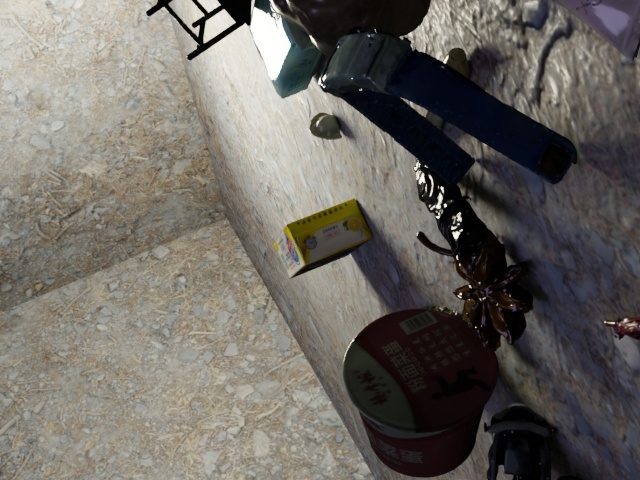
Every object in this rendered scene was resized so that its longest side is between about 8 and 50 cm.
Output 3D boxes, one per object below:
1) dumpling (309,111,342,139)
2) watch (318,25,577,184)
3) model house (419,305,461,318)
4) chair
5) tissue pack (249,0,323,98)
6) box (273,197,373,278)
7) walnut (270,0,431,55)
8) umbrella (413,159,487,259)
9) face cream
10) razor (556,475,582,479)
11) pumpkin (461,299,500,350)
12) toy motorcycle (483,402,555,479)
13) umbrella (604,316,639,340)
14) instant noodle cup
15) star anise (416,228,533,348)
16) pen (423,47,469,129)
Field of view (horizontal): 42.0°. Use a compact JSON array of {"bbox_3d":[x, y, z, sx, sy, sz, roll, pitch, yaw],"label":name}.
[{"bbox_3d":[0.007,-0.224,1.664,0.077,0.059,0.043,65,159,12],"label":"dumpling"},{"bbox_3d":[0.123,-0.149,0.993,0.275,0.068,0.276,25,175,-16],"label":"watch"},{"bbox_3d":[0.175,0.224,1.524,0.166,0.172,0.183,67,168,-11],"label":"model house"},{"bbox_3d":[-0.182,-0.483,1.560,0.141,0.260,0.154,46,-153,-36],"label":"chair"},{"bbox_3d":[-0.065,-0.396,1.580,0.177,0.089,0.263,66,169,4],"label":"tissue pack"},{"bbox_3d":[0.000,0.000,1.868,0.265,0.168,0.097,139,108,-75],"label":"box"},{"bbox_3d":[0.033,-0.327,1.016,0.224,0.224,0.224,60,166,25],"label":"walnut"},{"bbox_3d":[0.175,-0.056,1.188,0.235,0.059,0.066,-111,30,-59],"label":"umbrella"},{"bbox_3d":[0.209,-0.263,0.762,0.243,0.058,0.092,50,156,34],"label":"face cream"},{"bbox_3d":[0.388,0.428,1.274,0.090,0.054,0.148,-121,15,-47],"label":"razor"},{"bbox_3d":[0.260,0.126,1.312,0.101,0.035,0.073,-147,45,-61],"label":"pumpkin"},{"bbox_3d":[0.302,0.357,1.272,0.270,0.106,0.159,-71,-22,-57],"label":"toy motorcycle"},{"bbox_3d":[0.351,0.096,0.890,0.165,0.025,0.027,172,97,-75],"label":"umbrella"},{"bbox_3d":[0.158,0.251,1.315,0.234,0.235,0.178,-126,19,-44],"label":"instant noodle cup"},{"bbox_3d":[0.226,0.041,1.188,0.234,0.073,0.177,59,150,21],"label":"star anise"},{"bbox_3d":[0.167,-0.187,1.133,0.040,0.032,0.233,39,163,12],"label":"pen"}]
